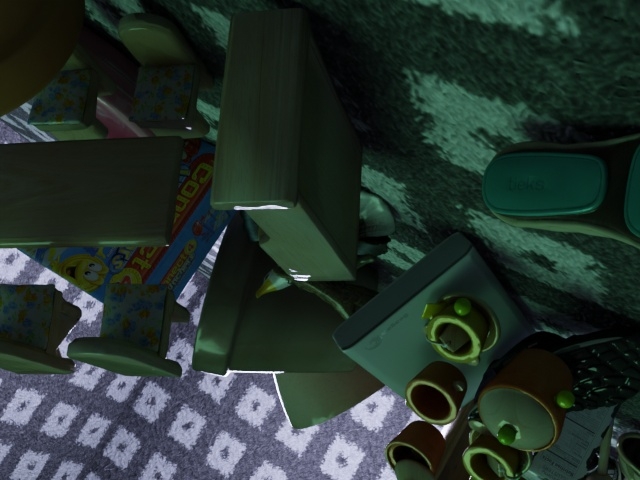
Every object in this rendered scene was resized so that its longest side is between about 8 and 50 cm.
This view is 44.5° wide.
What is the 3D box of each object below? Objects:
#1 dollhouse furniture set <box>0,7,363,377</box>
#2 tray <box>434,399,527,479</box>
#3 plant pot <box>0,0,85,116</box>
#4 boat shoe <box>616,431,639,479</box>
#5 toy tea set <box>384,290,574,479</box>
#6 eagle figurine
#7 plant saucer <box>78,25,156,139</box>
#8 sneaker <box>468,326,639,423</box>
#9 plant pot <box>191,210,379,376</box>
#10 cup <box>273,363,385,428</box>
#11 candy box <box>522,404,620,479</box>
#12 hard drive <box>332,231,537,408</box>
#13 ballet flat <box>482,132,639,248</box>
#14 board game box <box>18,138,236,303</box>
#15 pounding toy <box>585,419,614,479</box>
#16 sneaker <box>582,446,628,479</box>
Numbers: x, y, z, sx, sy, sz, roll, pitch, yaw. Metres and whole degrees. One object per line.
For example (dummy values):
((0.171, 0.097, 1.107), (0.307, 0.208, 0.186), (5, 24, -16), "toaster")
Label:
((-0.177, -0.064, 0.769), (0.393, 0.362, 0.256), (-1, 161, 14), "dollhouse furniture set")
((0.288, 0.394, 1.325), (0.202, 0.411, 0.076), (32, 170, -3), "tray")
((-0.341, -0.254, 0.608), (0.290, 0.291, 0.203), (31, 152, 4), "plant pot")
((0.640, 0.426, 1.271), (0.341, 0.122, 0.110), (26, 169, 36), "boat shoe")
((0.172, 0.231, 0.954), (0.200, 0.124, 0.336), (28, 133, 20), "toy tea set")
((-0.011, 0.004, 1.137), (0.298, 0.225, 0.227), (-97, -1, -66), "eagle figurine")
((-0.351, -0.237, 1.152), (0.332, 0.084, 0.332), (31, 170, 6), "plant saucer")
((0.297, 0.152, 0.996), (0.107, 0.124, 0.283), (36, 137, -14), "sneaker")
((-0.054, 0.112, 1.409), (0.280, 0.323, 0.323), (16, 169, -1), "plant pot")
((0.016, 0.232, 1.767), (0.237, 0.331, 0.331), (59, 167, -2), "cup")
((0.353, 0.254, 1.091), (0.070, 0.196, 0.165), (29, 170, 16), "candy box")
((0.170, 0.132, 1.054), (0.307, 0.203, 0.040), (44, -171, -49), "hard drive")
((0.219, -0.032, 0.530), (0.086, 0.086, 0.248), (38, 169, -32), "ballet flat")
((-0.314, -0.049, 1.296), (0.301, 0.308, 0.086), (25, 166, 29), "board game box")
((0.477, 0.376, 1.472), (0.110, 0.183, 0.236), (8, 179, -31), "pounding toy")
((0.691, 0.589, 1.736), (0.447, 0.169, 0.257), (24, 169, 45), "sneaker")
